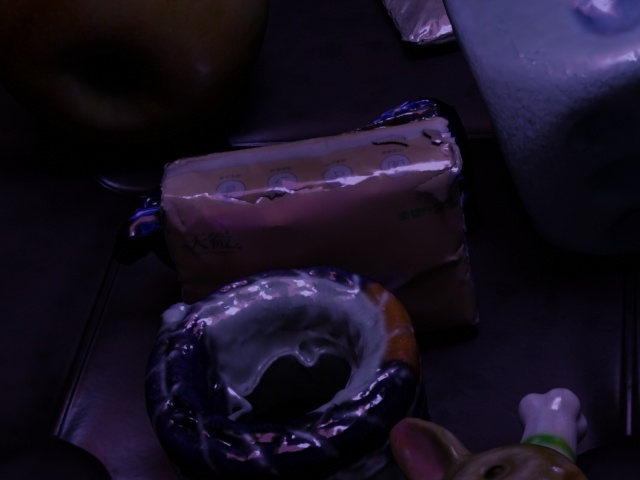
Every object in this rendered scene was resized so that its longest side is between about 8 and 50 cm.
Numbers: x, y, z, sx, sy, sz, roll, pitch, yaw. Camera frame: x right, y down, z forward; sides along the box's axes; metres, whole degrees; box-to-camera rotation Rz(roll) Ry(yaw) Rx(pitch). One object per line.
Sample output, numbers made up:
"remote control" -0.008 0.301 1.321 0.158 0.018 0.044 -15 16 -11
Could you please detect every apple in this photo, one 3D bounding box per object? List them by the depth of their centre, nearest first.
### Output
"apple" -0.211 -0.251 1.744 0.319 0.319 0.277 -6 36 7

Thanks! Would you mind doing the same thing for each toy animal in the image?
"toy animal" 0.140 0.219 1.151 0.181 0.180 0.363 17 51 -16

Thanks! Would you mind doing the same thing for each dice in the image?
"dice" 0.272 -0.166 1.504 0.264 0.268 0.262 -21 50 8

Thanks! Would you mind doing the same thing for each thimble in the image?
"thimble" -0.028 0.135 1.351 0.237 0.150 0.237 -8 39 7

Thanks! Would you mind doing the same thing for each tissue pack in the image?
"tissue pack" 0.000 0.000 1.455 0.256 0.215 0.123 -9 40 3

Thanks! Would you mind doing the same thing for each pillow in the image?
"pillow" 0.131 -0.291 1.913 0.128 0.051 0.229 -12 37 -5

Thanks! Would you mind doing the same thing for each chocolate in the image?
"chocolate" -0.027 -0.026 1.574 0.343 0.148 0.126 -20 83 -13
